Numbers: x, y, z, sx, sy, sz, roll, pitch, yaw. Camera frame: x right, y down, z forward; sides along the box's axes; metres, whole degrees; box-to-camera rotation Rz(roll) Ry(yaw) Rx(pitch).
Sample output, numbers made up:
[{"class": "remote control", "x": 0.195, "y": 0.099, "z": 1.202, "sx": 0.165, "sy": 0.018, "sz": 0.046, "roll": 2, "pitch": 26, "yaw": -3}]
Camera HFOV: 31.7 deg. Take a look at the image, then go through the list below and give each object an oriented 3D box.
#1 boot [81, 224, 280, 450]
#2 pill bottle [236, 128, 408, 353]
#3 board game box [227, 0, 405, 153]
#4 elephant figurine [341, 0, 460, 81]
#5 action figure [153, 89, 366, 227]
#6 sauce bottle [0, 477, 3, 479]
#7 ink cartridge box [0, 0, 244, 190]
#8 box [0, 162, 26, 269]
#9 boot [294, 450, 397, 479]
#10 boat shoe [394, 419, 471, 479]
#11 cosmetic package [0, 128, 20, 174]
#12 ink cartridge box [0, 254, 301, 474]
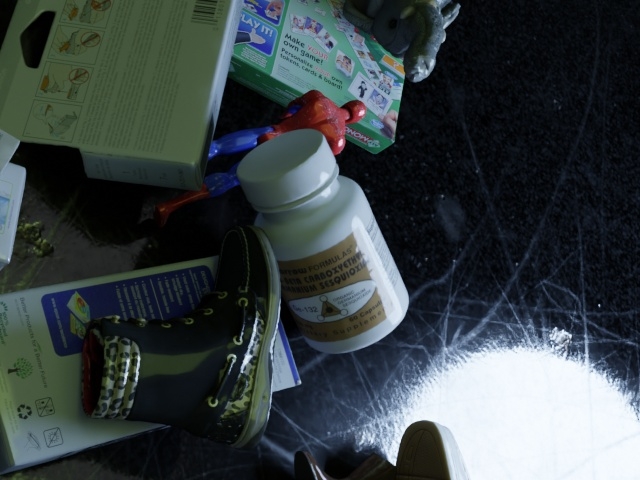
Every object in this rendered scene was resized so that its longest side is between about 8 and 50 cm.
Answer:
[{"class": "boot", "x": -0.136, "y": 0.080, "z": 1.110, "sx": 0.179, "sy": 0.085, "sz": 0.236, "roll": 13, "pitch": 65, "yaw": -27}, {"class": "pill bottle", "x": 0.000, "y": 0.000, "z": 1.237, "sx": 0.131, "sy": 0.131, "sz": 0.229, "roll": -49, "pitch": 126, "yaw": -38}, {"class": "board game box", "x": -0.028, "y": -0.270, "z": 1.437, "sx": 0.317, "sy": 0.046, "sz": 0.213, "roll": 26, "pitch": 57, "yaw": -23}, {"class": "elephant figurine", "x": 0.113, "y": -0.302, "z": 1.432, "sx": 0.169, "sy": 0.186, "sz": 0.239, "roll": 25, "pitch": 81, "yaw": 16}, {"class": "action figure", "x": -0.078, "y": -0.099, "z": 1.314, "sx": 0.280, "sy": 0.139, "sz": 0.091, "roll": -23, "pitch": 87, "yaw": -16}, {"class": "sauce bottle", "x": -0.378, "y": 0.149, "z": 0.975, "sx": 0.344, "sy": 0.111, "sz": 0.111, "roll": 47, "pitch": 52, "yaw": -8}, {"class": "ink cartridge box", "x": -0.225, "y": -0.195, "z": 1.242, "sx": 0.239, "sy": 0.060, "sz": 0.275, "roll": 7, "pitch": 61, "yaw": 4}, {"class": "box", "x": -0.394, "y": -0.033, "z": 1.038, "sx": 0.203, "sy": 0.114, "sz": 0.103, "roll": 19, "pitch": 58, "yaw": -29}, {"class": "boot", "x": 0.032, "y": 0.259, "z": 1.259, "sx": 0.114, "sy": 0.037, "sz": 0.106, "roll": -27, "pitch": 100, "yaw": -36}, {"class": "boat shoe", "x": 0.158, "y": 0.337, "z": 1.282, "sx": 0.096, "sy": 0.098, "sz": 0.277, "roll": -6, "pitch": 83, "yaw": -37}, {"class": "cosmetic package", "x": -0.336, "y": -0.091, "z": 1.006, "sx": 0.115, "sy": 0.041, "sz": 0.060, "roll": 34, "pitch": 47, "yaw": -17}, {"class": "ink cartridge box", "x": -0.189, "y": 0.115, "z": 1.152, "sx": 0.333, "sy": 0.065, "sz": 0.165, "roll": -10, "pitch": 76, "yaw": -36}]
